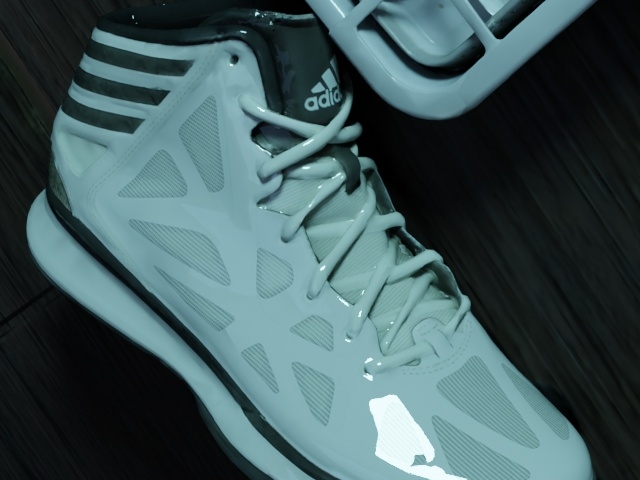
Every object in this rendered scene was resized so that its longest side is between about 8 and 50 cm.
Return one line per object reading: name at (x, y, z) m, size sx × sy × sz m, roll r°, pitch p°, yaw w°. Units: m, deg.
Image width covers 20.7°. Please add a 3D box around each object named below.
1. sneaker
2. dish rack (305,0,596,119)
sneaker at (-0.001, 0.000, 1.099) m, size 0.447 × 0.169 × 0.257 m, roll 33°, pitch 131°, yaw 21°
dish rack at (0.054, -0.264, 0.983) m, size 0.333 × 0.072 × 0.285 m, roll 51°, pitch 133°, yaw 3°
